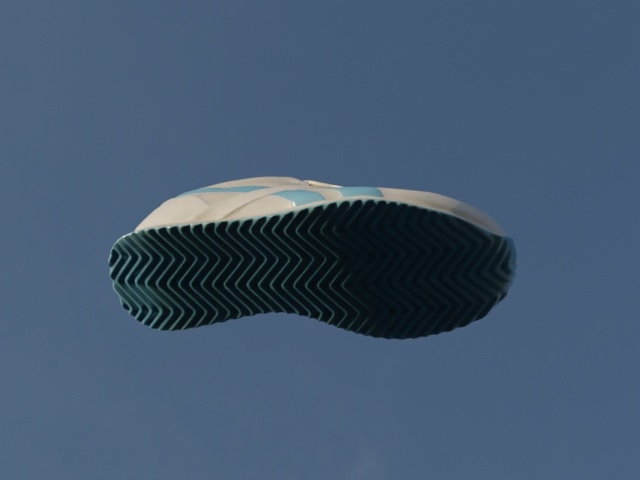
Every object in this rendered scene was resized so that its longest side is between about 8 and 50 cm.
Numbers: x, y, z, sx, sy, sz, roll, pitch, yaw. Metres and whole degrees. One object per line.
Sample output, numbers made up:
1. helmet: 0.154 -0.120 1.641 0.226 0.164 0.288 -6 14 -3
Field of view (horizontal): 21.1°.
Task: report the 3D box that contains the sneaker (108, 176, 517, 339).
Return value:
1. sneaker: 0.000 0.000 0.966 0.229 0.092 0.087 2 -65 18
